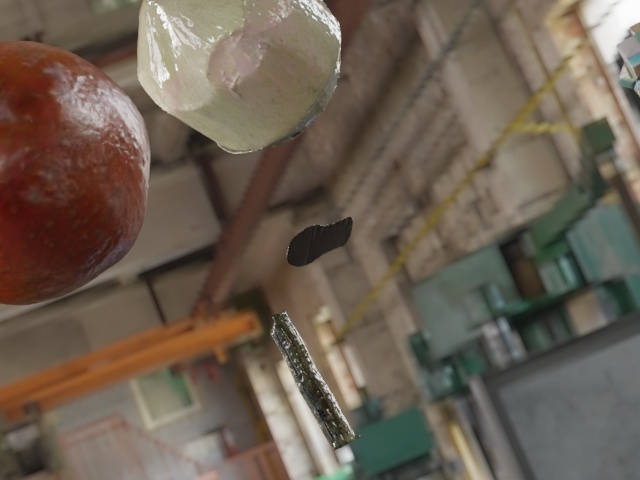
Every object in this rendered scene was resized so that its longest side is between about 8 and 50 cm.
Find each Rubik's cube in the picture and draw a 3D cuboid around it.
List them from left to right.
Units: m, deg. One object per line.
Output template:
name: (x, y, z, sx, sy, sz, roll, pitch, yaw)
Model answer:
Rubik's cube: (0.315, -0.170, 1.772, 0.073, 0.084, 0.075, 20, -20, 9)

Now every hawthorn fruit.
hawthorn fruit: (-0.256, -0.058, 1.603, 0.235, 0.231, 0.263, -20, 12, -14)

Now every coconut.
coconut: (-0.098, -0.217, 2.056, 0.224, 0.224, 0.234, -27, -50, 19)

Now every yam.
yam: (-0.008, 0.122, 1.629, 0.027, 0.129, 0.033, -30, -4, 31)

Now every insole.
insole: (0.000, 0.000, 1.906, 0.002, 0.045, 0.135, 21, 21, 25)
